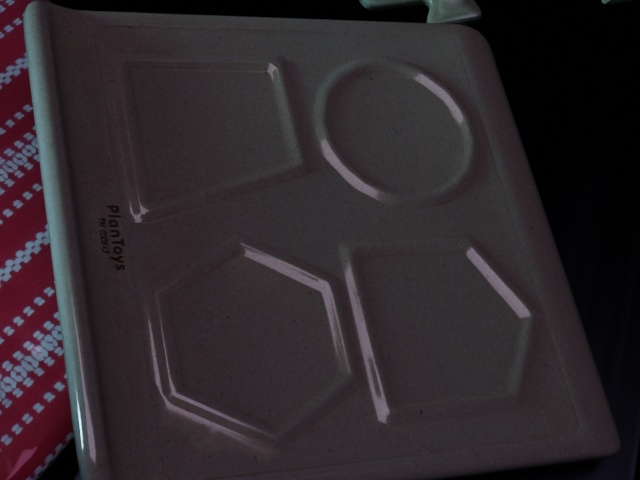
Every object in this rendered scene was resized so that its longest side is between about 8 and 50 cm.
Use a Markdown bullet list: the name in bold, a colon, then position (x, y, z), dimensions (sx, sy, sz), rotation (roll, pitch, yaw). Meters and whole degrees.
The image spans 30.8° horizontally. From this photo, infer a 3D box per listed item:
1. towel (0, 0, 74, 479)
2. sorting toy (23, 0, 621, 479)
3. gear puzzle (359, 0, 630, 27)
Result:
- **towel**: position (-0.171, -0.036, 0.441), dimensions (0.275, 0.031, 0.199), rotation (35, 57, 8)
- **sorting toy**: position (0.000, 0.000, 0.433), dimensions (0.208, 0.038, 0.193), rotation (0, 62, -26)
- **gear puzzle**: position (0.074, -0.179, 0.539), dimensions (0.339, 0.044, 0.175), rotation (-10, 78, -3)
